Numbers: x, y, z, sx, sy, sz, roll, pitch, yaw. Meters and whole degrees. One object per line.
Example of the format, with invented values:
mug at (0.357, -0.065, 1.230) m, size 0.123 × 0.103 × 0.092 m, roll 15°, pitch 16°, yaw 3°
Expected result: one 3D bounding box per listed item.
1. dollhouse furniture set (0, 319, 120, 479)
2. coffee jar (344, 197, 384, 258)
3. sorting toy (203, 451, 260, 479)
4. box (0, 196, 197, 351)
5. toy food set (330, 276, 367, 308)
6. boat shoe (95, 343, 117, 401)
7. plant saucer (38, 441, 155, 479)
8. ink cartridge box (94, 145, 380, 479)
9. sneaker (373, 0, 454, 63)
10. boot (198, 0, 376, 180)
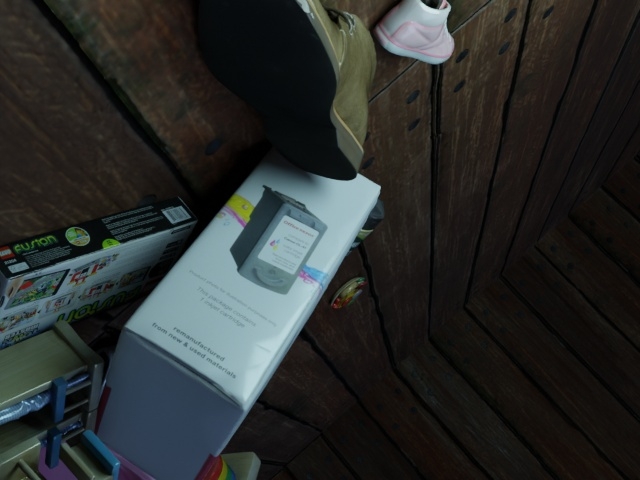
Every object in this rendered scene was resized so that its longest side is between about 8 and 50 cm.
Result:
dollhouse furniture set at (-0.227, 0.190, 0.700) m, size 0.129 × 0.183 × 0.129 m, roll -24°, pitch 141°, yaw -45°
coffee jar at (0.000, 0.000, 1.087) m, size 0.184 × 0.079 × 0.096 m, roll -48°, pitch 162°, yaw 17°
sorting toy at (-0.254, 0.437, 1.301) m, size 0.257 × 0.089 × 0.256 m, roll -12°, pitch -144°, yaw 24°
box at (-0.217, 0.030, 0.757) m, size 0.207 × 0.036 × 0.114 m, roll -22°, pitch 154°, yaw -49°
toy food set at (0.053, 0.098, 1.540) m, size 0.082 × 0.020 × 0.083 m, roll -20°, pitch 152°, yaw -51°
boat shoe at (-0.295, 0.208, 0.977) m, size 0.226 × 0.083 × 0.075 m, roll -56°, pitch 149°, yaw 7°
plant saucer at (-0.327, 0.333, 0.926) m, size 0.331 × 0.084 × 0.332 m, roll -8°, pitch 115°, yaw -16°
ink cartridge box at (-0.083, 0.072, 0.836) m, size 0.306 × 0.131 × 0.226 m, roll -58°, pitch 178°, yaw -42°
sneaker at (0.115, -0.223, 0.843) m, size 0.134 × 0.051 × 0.070 m, roll -10°, pitch 150°, yaw -53°
boot at (-0.014, -0.161, 0.690) m, size 0.305 × 0.112 × 0.115 m, roll 55°, pitch 53°, yaw -69°
